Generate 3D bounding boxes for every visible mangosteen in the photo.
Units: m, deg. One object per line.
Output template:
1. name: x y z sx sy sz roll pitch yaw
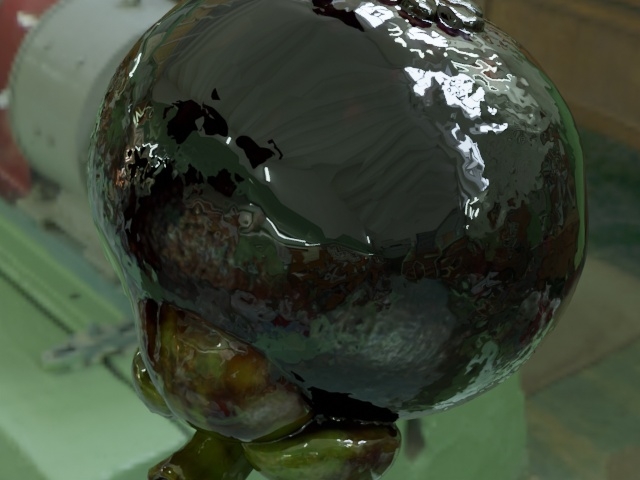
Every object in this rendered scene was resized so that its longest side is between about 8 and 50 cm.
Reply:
1. mangosteen: 0.013 -0.006 0.818 0.297 0.313 0.297 -5 30 3
